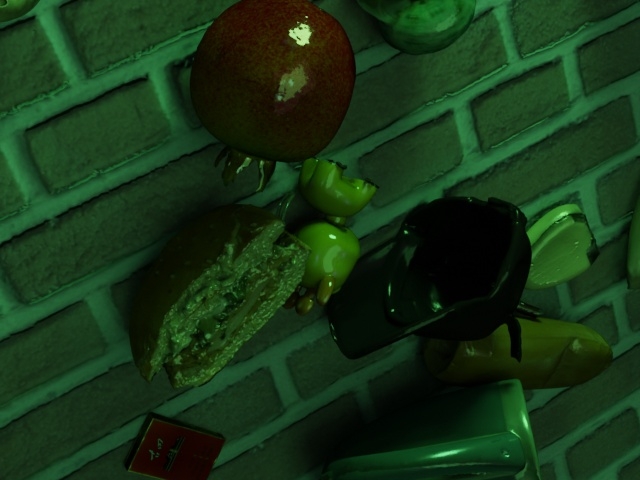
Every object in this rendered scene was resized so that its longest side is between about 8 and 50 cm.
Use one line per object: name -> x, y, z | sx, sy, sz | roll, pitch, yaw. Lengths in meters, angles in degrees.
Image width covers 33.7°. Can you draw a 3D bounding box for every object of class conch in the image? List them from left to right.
conch -> 0.126, -0.341, 1.451 | 0.176, 0.122, 0.188 | -8, 111, -2

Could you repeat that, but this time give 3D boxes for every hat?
hat -> 0.189, 0.090, 1.592 | 0.336, 0.238, 0.209 | -37, 131, 7

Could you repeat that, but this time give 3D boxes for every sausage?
sausage -> 0.336, 0.186, 1.752 | 0.354, 0.116, 0.134 | 7, 118, -31

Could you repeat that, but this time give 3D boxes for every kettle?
kettle -> 0.161, 0.352, 1.613 | 0.342, 0.247, 0.319 | -10, 159, 7

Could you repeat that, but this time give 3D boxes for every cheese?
cheese -> 0.338, 0.047, 1.741 | 0.251, 0.054, 0.127 | -32, 117, -5

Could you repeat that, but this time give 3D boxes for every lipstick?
lipstick -> 0.278, 0.091, 1.706 | 0.176, 0.027, 0.027 | 20, 98, -12

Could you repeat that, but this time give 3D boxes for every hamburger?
hamburger -> -0.160, 0.061, 1.428 | 0.283, 0.156, 0.144 | -47, 141, 2

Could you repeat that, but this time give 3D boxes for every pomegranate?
pomegranate -> -0.066, -0.188, 1.350 | 0.221, 0.221, 0.256 | 12, 104, -30

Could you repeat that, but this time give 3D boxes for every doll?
doll -> 0.000, 0.000, 1.504 | 0.135, 0.143, 0.221 | 22, 90, -34

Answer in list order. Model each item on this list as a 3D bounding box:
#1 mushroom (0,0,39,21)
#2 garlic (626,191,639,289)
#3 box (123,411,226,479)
mushroom -> -0.376, -0.322, 1.195 | 0.154, 0.122, 0.154 | -6, 104, -27
garlic -> 0.616, -0.060, 1.828 | 0.143, 0.112, 0.318 | 11, 92, -27
box -> -0.215, 0.314, 1.568 | 0.133, 0.023, 0.090 | 25, 93, -32
